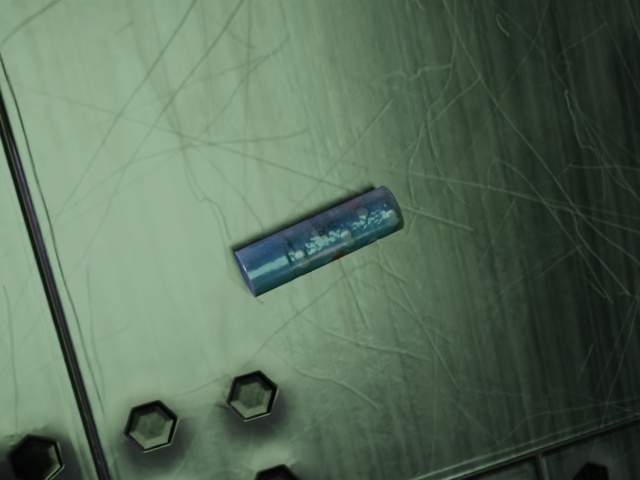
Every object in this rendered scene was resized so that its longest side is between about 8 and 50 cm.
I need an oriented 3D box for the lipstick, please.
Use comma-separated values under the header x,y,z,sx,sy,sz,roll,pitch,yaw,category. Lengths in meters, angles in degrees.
x,y,z,sx,sy,sz,roll,pitch,yaw,category
0.000,0.000,0.761,0.158,0.048,0.048,-24,101,-11,lipstick
